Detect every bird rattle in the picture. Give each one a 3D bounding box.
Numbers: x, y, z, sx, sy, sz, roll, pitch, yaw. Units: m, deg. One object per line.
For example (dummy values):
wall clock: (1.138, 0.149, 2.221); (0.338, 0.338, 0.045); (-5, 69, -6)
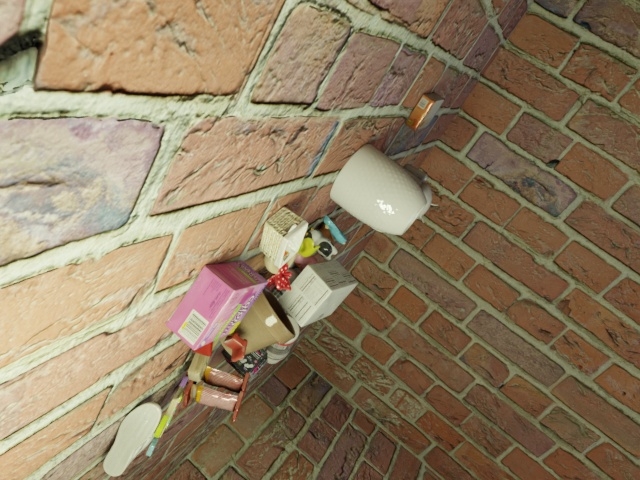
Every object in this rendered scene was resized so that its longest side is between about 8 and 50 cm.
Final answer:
bird rattle: (-0.140, 0.056, 1.674); (0.253, 0.143, 0.207); (-48, 147, -7)

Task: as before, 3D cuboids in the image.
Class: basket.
basket: (-0.125, -0.011, 1.492); (0.113, 0.103, 0.167); (-44, 165, -36)

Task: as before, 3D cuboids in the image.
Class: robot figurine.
robot figurine: (0.370, -0.228, 2.135); (0.300, 0.353, 0.200); (-49, 168, -11)

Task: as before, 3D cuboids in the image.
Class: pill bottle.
pill bottle: (-0.242, 0.571, 2.602); (0.176, 0.176, 0.318); (-42, 165, -42)

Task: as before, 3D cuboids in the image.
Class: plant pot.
plant pot: (-0.255, 0.302, 1.683); (0.229, 0.263, 0.263); (-33, 168, -1)

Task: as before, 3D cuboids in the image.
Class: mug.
mug: (0.243, -0.164, 1.897); (0.276, 0.328, 0.374); (-47, 167, -24)

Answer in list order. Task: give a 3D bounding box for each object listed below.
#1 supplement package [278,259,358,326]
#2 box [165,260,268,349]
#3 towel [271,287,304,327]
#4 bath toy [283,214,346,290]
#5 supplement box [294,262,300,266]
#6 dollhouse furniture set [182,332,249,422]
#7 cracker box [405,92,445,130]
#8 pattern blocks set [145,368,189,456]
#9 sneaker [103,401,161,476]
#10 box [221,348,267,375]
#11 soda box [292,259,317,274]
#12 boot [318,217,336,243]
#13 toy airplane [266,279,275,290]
supplement package: (-0.005, 0.206, 1.849); (0.204, 0.145, 0.262); (-51, 161, 19)
box: (-0.298, 0.183, 1.364); (0.213, 0.117, 0.243); (-54, 169, 10)
towel: (-0.091, 0.283, 2.186); (0.121, 0.235, 0.283); (-52, 168, 14)
bath toy: (-0.059, 0.058, 1.908); (0.348, 0.151, 0.129); (-46, 134, -3)
supplement box: (-0.078, 0.081, 2.118); (0.062, 0.036, 0.098); (-56, 168, 16)
dollhouse furniture set: (-0.349, 0.453, 1.568); (0.152, 0.201, 0.374); (-75, -178, -45)
cracker box: (0.502, -0.619, 2.196); (0.232, 0.067, 0.156); (-32, 158, -57)
pattern blocks set: (-0.539, 0.611, 1.685); (0.325, 0.026, 0.285); (-61, -175, 21)
sneaker: (-0.623, 0.649, 1.592); (0.292, 0.108, 0.169); (-54, 179, 8)
box: (-0.347, 0.550, 2.162); (0.142, 0.163, 0.247); (-46, 167, -21)
soda box: (-0.072, 0.139, 2.201); (0.063, 0.058, 0.183); (-10, -173, 25)
boot: (0.000, 0.000, 2.102); (0.152, 0.073, 0.197); (-43, 153, -43)
toy airplane: (-0.234, 0.211, 1.918); (0.151, 0.028, 0.151); (-51, 168, -15)
